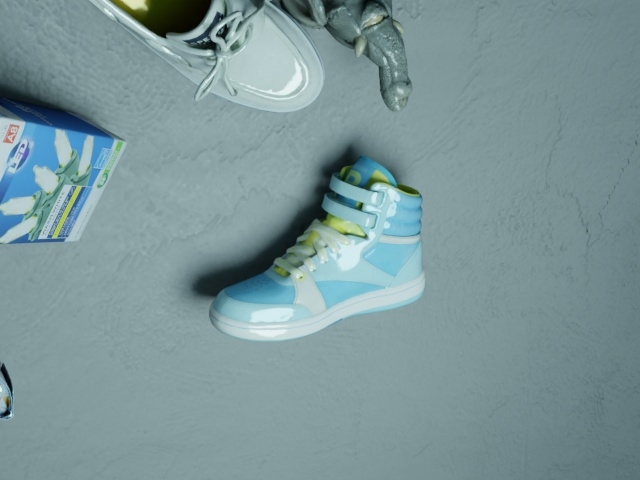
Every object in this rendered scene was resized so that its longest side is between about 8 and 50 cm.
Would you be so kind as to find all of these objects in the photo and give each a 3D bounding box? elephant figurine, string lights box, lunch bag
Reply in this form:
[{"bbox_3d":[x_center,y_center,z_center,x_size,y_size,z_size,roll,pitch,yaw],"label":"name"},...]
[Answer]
[{"bbox_3d":[0.029,-0.295,1.104,0.169,0.186,0.239,4,143,7],"label":"elephant figurine"},{"bbox_3d":[-0.308,-0.070,0.969,0.077,0.260,0.133,29,98,11],"label":"string lights box"},{"bbox_3d":[-0.394,0.167,1.127,0.053,0.071,0.083,-36,121,-14],"label":"lunch bag"}]

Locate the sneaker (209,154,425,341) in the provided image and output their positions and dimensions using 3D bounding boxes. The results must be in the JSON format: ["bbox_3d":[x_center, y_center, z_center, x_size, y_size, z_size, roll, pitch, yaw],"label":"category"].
[{"bbox_3d":[0.000,0.000,1.228,0.319,0.127,0.208,-14,119,-32],"label":"sneaker"}]

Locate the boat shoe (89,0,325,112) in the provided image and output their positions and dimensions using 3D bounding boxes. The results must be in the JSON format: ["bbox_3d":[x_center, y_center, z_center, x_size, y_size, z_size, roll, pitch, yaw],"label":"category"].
[{"bbox_3d":[-0.125,-0.234,1.029,0.367,0.156,0.136,34,103,-33],"label":"boat shoe"}]
